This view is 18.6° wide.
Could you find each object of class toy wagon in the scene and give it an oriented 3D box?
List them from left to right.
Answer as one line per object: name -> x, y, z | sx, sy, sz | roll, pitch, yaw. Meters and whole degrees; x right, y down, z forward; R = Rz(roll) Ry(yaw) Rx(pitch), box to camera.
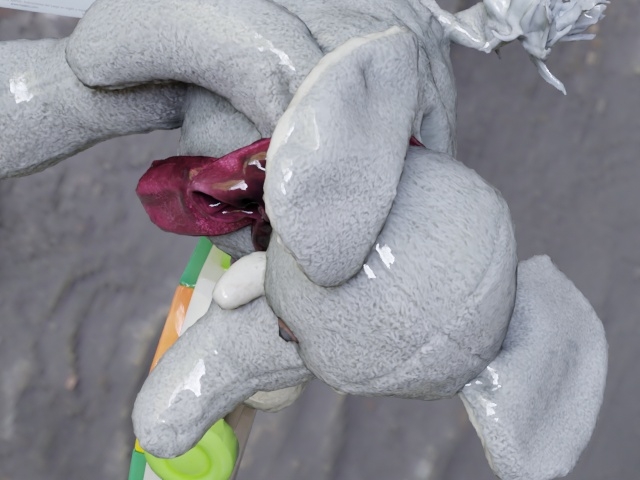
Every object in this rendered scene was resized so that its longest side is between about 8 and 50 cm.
toy wagon -> -0.057, 0.065, 1.257 | 0.267, 0.068, 0.344 | -69, 173, -51

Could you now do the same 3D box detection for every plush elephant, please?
plush elephant -> 0.000, 0.000, 0.921 | 0.272, 0.330, 0.255 | 51, 24, -28

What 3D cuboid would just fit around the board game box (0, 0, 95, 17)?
board game box -> -0.201, -0.326, 1.482 | 0.142, 0.144, 0.275 | -65, 161, -58
